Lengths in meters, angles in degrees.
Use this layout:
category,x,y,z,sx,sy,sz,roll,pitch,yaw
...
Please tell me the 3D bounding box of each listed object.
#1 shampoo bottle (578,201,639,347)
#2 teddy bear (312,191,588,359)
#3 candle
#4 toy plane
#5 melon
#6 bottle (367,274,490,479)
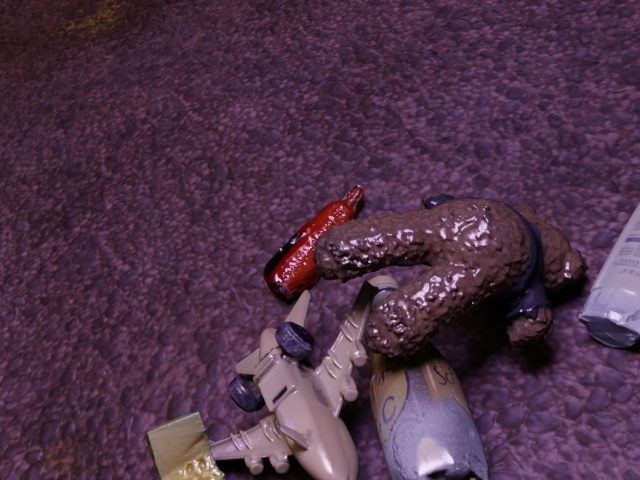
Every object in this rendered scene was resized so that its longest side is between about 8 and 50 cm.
category,x,y,z,sx,sy,sz,roll,pitch,yaw
shampoo bottle,0.308,0.005,0.947,0.072,0.049,0.212,19,59,36
teddy bear,0.134,0.018,0.914,0.251,0.129,0.182,-12,64,-35
candle,0.000,0.000,1.122,0.053,0.048,0.162,37,67,8
toy plane,-0.021,0.140,0.927,0.229,0.092,0.244,-47,24,10
melon,-0.101,0.231,0.893,0.064,0.118,0.209,-21,53,-12
bottle,0.081,0.124,0.925,0.083,0.083,0.270,-22,38,6
